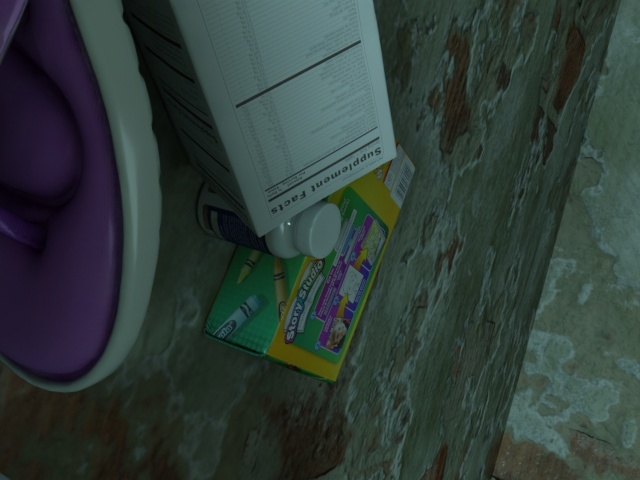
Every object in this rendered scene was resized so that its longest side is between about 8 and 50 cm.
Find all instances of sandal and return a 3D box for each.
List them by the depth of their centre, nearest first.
[{"bbox_3d":[-0.176,-0.124,0.296,0.102,0.169,0.416,-22,109,-58],"label":"sandal"}]

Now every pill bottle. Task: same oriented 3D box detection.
[{"bbox_3d":[-0.044,-0.022,0.595,0.067,0.120,0.067,-33,130,-49],"label":"pill bottle"}]

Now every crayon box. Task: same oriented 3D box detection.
[{"bbox_3d":[0.000,0.000,0.719,0.165,0.081,0.278,39,70,-58],"label":"crayon box"}]

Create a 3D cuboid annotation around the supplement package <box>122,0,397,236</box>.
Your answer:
[{"bbox_3d":[-0.051,-0.150,0.473,0.139,0.134,0.244,-31,134,-17],"label":"supplement package"}]

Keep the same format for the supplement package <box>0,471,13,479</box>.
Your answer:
[{"bbox_3d":[-0.207,0.250,0.365,0.149,0.203,0.194,-31,130,-50],"label":"supplement package"}]
